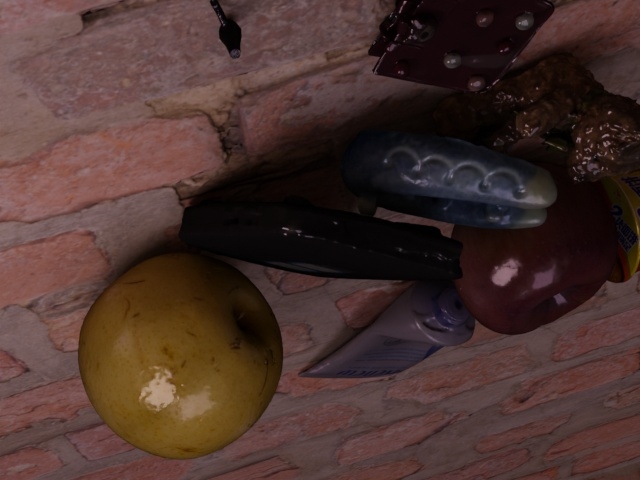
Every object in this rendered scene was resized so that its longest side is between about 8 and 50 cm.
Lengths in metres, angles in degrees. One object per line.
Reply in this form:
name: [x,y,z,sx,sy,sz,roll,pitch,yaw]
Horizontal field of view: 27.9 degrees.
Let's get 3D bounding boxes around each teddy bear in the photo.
teddy bear: [0.352,-0.153,1.957,0.296,0.222,0.246,-30,149,20]

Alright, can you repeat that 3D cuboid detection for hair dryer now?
hair dryer: [-0.127,-0.282,1.664,0.031,0.079,0.083,-26,127,7]

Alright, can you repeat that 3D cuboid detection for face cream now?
face cream: [0.153,0.195,2.539,0.235,0.137,0.420,2,155,-32]

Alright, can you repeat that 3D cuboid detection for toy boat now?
toy boat: [0.188,-0.071,1.964,0.330,0.123,0.215,15,169,3]

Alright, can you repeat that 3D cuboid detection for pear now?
pear: [-0.223,0.185,2.090,0.349,0.348,0.348,-13,148,-8]

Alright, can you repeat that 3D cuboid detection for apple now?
apple: [0.355,0.012,2.197,0.306,0.235,0.305,-24,155,-12]

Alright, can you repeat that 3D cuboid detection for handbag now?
handbag: [0.195,-0.297,1.791,0.216,0.074,0.203,5,142,-32]

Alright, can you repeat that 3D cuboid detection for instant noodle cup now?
instant noodle cup: [0.567,-0.047,2.268,0.174,0.213,0.213,-16,150,-20]

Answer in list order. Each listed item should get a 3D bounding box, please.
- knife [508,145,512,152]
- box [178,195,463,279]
knife: [0.284,-0.112,2.183,0.028,0.015,0.210,-11,150,-25]
box: [0.000,0.000,1.983,0.359,0.090,0.350,12,172,-35]
